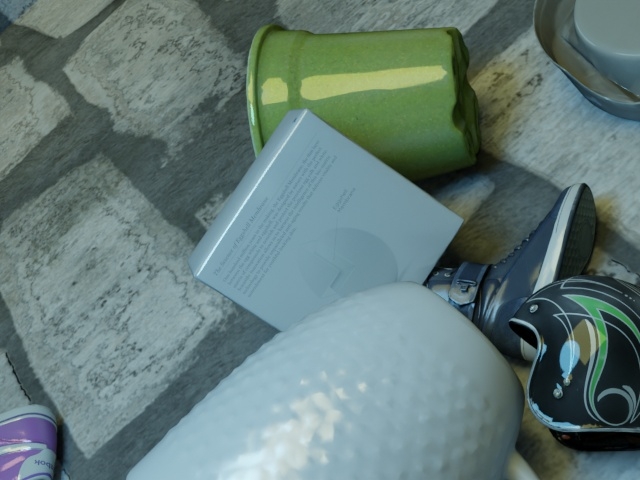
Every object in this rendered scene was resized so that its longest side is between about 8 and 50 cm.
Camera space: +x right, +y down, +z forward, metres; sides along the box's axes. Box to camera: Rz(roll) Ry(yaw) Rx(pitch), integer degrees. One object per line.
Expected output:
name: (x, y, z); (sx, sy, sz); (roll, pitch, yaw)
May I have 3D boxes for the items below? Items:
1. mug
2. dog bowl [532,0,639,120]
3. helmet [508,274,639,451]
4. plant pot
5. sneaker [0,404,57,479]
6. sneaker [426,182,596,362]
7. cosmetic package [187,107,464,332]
mug: (0.060, 0.240, 0.935); (0.328, 0.276, 0.374); (-44, 71, -10)
dog bowl: (0.446, -0.292, 1.217); (0.349, 0.102, 0.348); (-20, 44, 21)
helmet: (0.266, 0.113, 0.941); (0.170, 0.169, 0.161); (-9, 66, 31)
plant pot: (0.072, -0.170, 1.297); (0.254, 0.276, 0.276); (-7, 49, 17)
sneaker: (-0.489, 0.349, 1.348); (0.282, 0.102, 0.161); (-30, 45, 12)
sneaker: (0.213, 0.024, 1.119); (0.164, 0.086, 0.226); (7, 60, 38)
cosmetic package: (0.000, 0.000, 1.143); (0.224, 0.225, 0.138); (-56, 14, -1)
